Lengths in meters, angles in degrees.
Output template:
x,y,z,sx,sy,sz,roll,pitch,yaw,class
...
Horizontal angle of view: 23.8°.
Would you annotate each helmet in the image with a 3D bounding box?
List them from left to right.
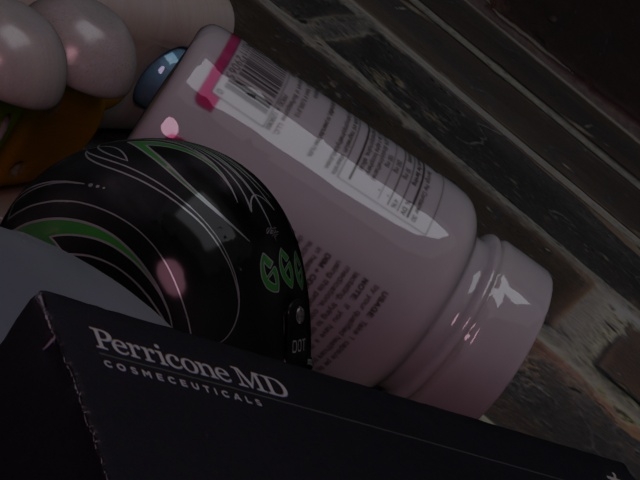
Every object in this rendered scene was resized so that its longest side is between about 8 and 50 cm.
x,y,z,sx,sy,sz,roll,pitch,yaw,class
-0.094,0.023,0.815,0.169,0.169,0.161,-6,68,-61,helmet

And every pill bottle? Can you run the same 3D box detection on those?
x,y,z,sx,sy,sz,roll,pitch,yaw,class
0.000,0.000,0.996,0.283,0.160,0.160,34,21,-9,pill bottle

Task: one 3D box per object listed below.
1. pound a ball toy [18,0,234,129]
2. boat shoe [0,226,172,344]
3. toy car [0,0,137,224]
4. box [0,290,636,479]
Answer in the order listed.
x,y,z,sx,sy,sz,roll,pitch,yaw,class
-0.172,-0.171,1.019,0.136,0.208,0.319,44,21,19,pound a ball toy
-0.199,0.053,0.654,0.306,0.105,0.113,15,34,-32,boat shoe
-0.203,-0.081,0.847,0.136,0.159,0.182,41,22,11,toy car
0.033,0.217,0.561,0.343,0.179,0.312,21,26,-36,box
